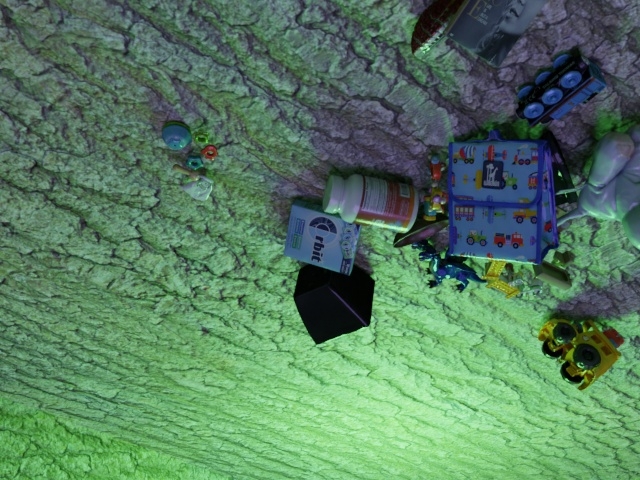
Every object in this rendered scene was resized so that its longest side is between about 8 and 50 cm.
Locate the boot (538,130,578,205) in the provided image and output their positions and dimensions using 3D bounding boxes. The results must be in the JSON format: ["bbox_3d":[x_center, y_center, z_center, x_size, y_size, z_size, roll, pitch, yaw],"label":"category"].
[{"bbox_3d":[0.487,-0.135,1.629,0.207,0.094,0.246,-20,141,20],"label":"boot"}]

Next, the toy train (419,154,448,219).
[{"bbox_3d":[0.277,-0.122,1.639,0.046,0.125,0.166,-1,148,-3],"label":"toy train"}]

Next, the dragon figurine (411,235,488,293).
[{"bbox_3d":[0.379,0.069,1.887,0.289,0.085,0.144,10,140,-8],"label":"dragon figurine"}]

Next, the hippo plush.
[{"bbox_3d":[0.700,-0.097,1.495,0.294,0.236,0.234,-26,138,-8],"label":"hippo plush"}]

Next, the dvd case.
[{"bbox_3d":[0.340,-0.437,1.236,0.164,0.018,0.221,14,120,-39],"label":"dvd case"}]

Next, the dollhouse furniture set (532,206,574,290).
[{"bbox_3d":[0.617,0.018,1.770,0.144,0.151,0.123,22,136,-26],"label":"dollhouse furniture set"}]

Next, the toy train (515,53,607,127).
[{"bbox_3d":[0.499,-0.309,1.434,0.105,0.080,0.184,19,137,-29],"label":"toy train"}]

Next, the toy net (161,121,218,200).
[{"bbox_3d":[-0.293,-0.187,1.629,0.122,0.045,0.232,-6,142,6],"label":"toy net"}]

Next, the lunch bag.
[{"bbox_3d":[0.414,-0.111,1.565,0.221,0.138,0.293,5,112,36],"label":"lunch bag"}]

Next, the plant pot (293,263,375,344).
[{"bbox_3d":[0.028,0.152,1.935,0.188,0.187,0.167,-23,123,27],"label":"plant pot"}]

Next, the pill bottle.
[{"bbox_3d":[0.120,-0.094,1.667,0.216,0.121,0.121,11,140,-11],"label":"pill bottle"}]

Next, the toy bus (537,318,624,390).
[{"bbox_3d":[0.827,0.321,2.135,0.211,0.220,0.149,-27,151,-18],"label":"toy bus"}]

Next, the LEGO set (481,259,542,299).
[{"bbox_3d":[0.495,0.055,1.847,0.132,0.107,0.287,-18,138,26],"label":"LEGO set"}]

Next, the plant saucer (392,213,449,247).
[{"bbox_3d":[0.260,-0.028,1.764,0.168,0.029,0.168,-21,168,-5],"label":"plant saucer"}]

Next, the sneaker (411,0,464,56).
[{"bbox_3d":[0.266,-0.417,1.298,0.225,0.088,0.092,-31,132,33],"label":"sneaker"}]

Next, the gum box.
[{"bbox_3d":[0.006,-0.008,1.759,0.184,0.041,0.157,17,120,8],"label":"gum box"}]
